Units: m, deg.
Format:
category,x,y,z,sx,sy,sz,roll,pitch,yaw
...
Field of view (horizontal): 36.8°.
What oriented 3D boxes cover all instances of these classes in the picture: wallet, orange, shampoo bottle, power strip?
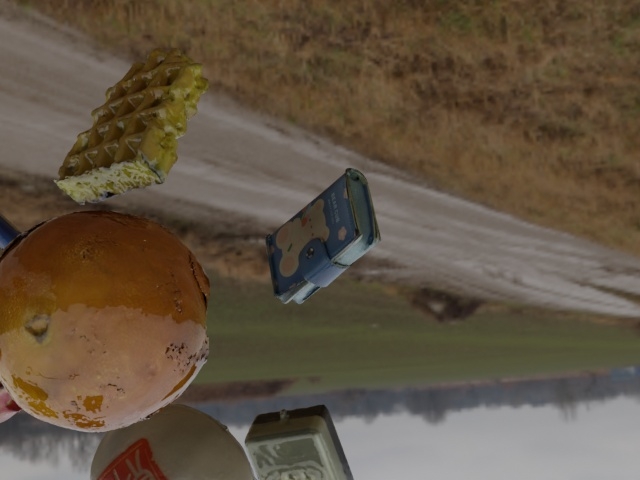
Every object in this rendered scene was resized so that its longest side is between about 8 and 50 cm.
category,x,y,z,sx,sy,sz,roll,pitch,yaw
wallet,0.000,0.000,1.465,0.059,0.141,0.202,21,135,-37
orange,-0.235,0.084,1.024,0.240,0.240,0.240,-4,171,-1
shampoo bottle,-0.604,-0.030,1.774,0.050,0.183,0.087,-48,172,-8
power strip,-0.010,0.326,1.221,0.105,0.256,0.070,-13,-160,16

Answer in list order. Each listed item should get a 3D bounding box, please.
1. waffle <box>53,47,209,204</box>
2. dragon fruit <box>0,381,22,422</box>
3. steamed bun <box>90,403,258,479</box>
category,x,y,z,sx,sy,sz,roll,pitch,yaw
waffle,-0.214,-0.150,1.152,0.160,0.210,0.055,-9,138,39
dragon fruit,-0.747,0.209,2.092,0.371,0.386,0.249,15,132,-41
steamed bun,-0.333,0.540,2.041,0.374,0.374,0.241,-10,-169,33
